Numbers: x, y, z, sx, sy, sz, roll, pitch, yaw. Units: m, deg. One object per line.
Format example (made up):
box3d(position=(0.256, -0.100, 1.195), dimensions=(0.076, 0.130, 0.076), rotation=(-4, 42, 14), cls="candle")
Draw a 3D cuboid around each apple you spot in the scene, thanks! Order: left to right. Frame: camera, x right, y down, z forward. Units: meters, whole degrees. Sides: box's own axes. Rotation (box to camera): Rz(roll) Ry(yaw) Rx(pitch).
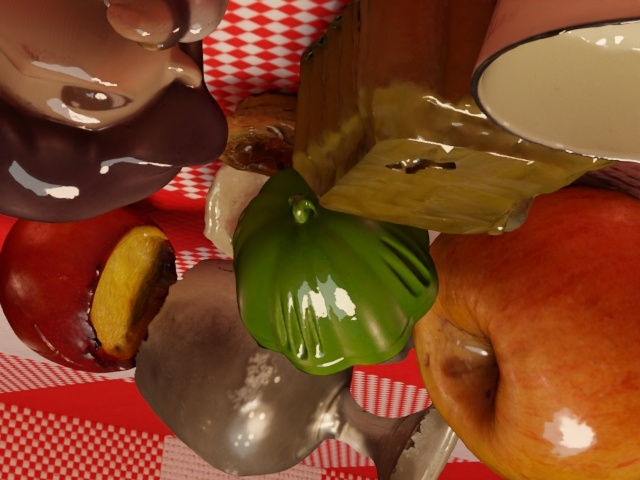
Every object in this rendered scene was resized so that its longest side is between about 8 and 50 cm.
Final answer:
box3d(position=(0.242, 0.088, 1.366), dimensions=(0.275, 0.299, 0.299), rotation=(-17, 171, -18), cls="apple")

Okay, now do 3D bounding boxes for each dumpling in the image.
box3d(position=(-0.025, -0.014, 1.394), dimensions=(0.179, 0.131, 0.252), rotation=(25, 150, 8), cls="dumpling")

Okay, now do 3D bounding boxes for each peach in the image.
box3d(position=(-0.237, 0.046, 1.536), dimensions=(0.189, 0.196, 0.226), rotation=(-19, -178, -29), cls="peach")

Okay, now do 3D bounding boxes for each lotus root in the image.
box3d(position=(0.000, 0.000, 1.193), dimensions=(0.186, 0.186, 0.186), rotation=(5, 164, 1), cls="lotus root")

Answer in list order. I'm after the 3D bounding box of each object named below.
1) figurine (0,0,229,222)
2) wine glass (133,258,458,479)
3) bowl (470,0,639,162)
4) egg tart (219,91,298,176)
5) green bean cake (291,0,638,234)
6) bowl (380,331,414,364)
box3d(position=(-0.139, -0.130, 0.843), dimensions=(0.218, 0.206, 0.365), rotation=(12, 163, -20), cls="figurine")
box3d(position=(-0.023, 0.160, 1.554), dimensions=(0.323, 0.238, 0.238), rotation=(30, 171, 16), cls="wine glass")
box3d(position=(0.209, -0.136, 0.857), dimensions=(0.237, 0.126, 0.238), rotation=(5, 164, 1), cls="bowl")
box3d(position=(-0.035, -0.090, 1.237), dimensions=(0.130, 0.052, 0.130), rotation=(4, 164, 1), cls="egg tart")
box3d(position=(0.110, -0.089, 1.063), dimensions=(0.232, 0.124, 0.236), rotation=(9, 163, -15), cls="green bean cake")
box3d(position=(0.049, 0.079, 1.707), dimensions=(0.211, 0.112, 0.211), rotation=(5, 162, 1), cls="bowl")
